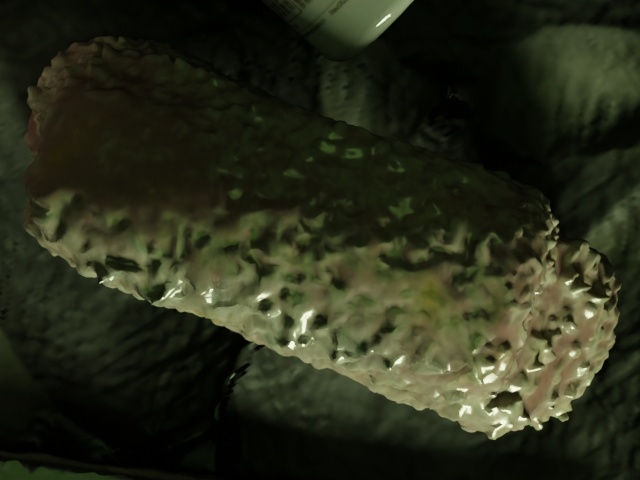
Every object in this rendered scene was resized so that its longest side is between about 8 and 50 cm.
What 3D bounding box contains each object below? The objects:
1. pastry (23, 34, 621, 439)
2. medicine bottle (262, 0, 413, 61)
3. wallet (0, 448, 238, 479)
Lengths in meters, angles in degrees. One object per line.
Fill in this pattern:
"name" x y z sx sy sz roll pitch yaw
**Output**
"pastry" 0.004 0.002 0.560 0.265 0.112 0.103 21 93 -8
"medicine bottle" -0.019 -0.139 0.536 0.140 0.079 0.079 41 101 -10
"wallet" -0.033 0.228 0.659 0.323 0.041 0.247 10 103 -2
